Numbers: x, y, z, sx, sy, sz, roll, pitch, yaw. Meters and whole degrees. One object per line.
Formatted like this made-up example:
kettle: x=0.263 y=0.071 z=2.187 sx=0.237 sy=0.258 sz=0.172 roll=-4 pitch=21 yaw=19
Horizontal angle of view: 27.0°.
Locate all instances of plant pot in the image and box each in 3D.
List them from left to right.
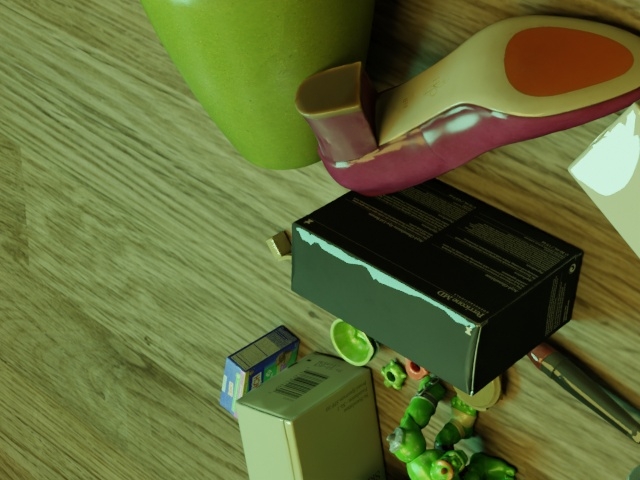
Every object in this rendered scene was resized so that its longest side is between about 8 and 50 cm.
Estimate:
plant pot: x=-0.054 y=-0.232 z=1.467 sx=0.274 sy=0.275 sz=0.294 roll=28 pitch=147 yaw=34

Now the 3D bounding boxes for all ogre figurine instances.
ogre figurine: x=0.158 y=0.271 z=1.613 sx=0.096 sy=0.118 sz=0.197 roll=-14 pitch=102 yaw=50

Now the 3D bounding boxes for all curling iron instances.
curling iron: x=0.254 y=0.142 z=1.500 sx=0.274 sy=0.035 sz=0.068 roll=33 pitch=137 yaw=31

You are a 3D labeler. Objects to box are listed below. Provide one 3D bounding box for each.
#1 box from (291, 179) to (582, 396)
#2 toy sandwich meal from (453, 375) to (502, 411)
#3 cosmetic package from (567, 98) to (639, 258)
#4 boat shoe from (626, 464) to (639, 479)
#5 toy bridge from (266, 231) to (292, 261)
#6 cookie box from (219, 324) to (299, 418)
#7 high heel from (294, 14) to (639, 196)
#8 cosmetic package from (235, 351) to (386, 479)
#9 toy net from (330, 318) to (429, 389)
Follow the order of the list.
box: x=0.122 y=0.035 z=1.461 sx=0.261 sy=0.184 sz=0.103 roll=29 pitch=131 yaw=34
toy sandwich meal: x=0.189 y=0.164 z=1.589 sx=0.085 sy=0.029 sz=0.086 roll=22 pitch=122 yaw=40
cosmetic package: x=0.355 y=-0.023 z=1.257 sx=0.231 sy=0.085 sz=0.117 roll=55 pitch=140 yaw=11
boat shoe: x=0.423 y=0.290 z=1.385 sx=0.226 sy=0.083 sz=0.076 roll=16 pitch=136 yaw=55
toy bridge: x=0.000 y=0.000 z=1.696 sx=0.188 sy=0.026 sz=0.063 roll=-25 pitch=94 yaw=51
cookie box: x=-0.084 y=0.180 z=1.827 sx=0.040 sy=0.107 sz=0.092 roll=36 pitch=135 yaw=28
high heel: x=0.172 y=-0.125 z=1.370 sx=0.377 sy=0.127 sz=0.181 roll=-1 pitch=151 yaw=25
cosmetic package: x=-0.001 y=0.326 z=1.786 sx=0.113 sy=0.160 sz=0.310 roll=12 pitch=121 yaw=42
toy net: x=0.106 y=0.107 z=1.630 sx=0.122 sy=0.045 sz=0.232 roll=56 pitch=140 yaw=7
